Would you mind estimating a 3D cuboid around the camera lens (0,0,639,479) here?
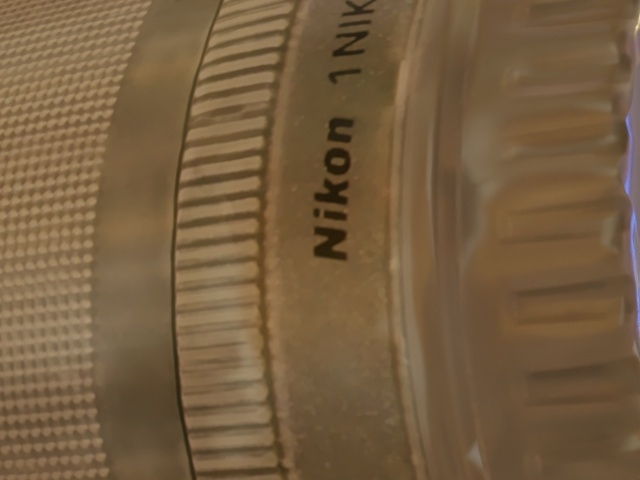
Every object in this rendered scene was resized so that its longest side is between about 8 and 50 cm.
[{"bbox_3d":[-0.013,0.029,0.460,0.274,0.219,0.219,-7,-79,31],"label":"camera lens"}]
